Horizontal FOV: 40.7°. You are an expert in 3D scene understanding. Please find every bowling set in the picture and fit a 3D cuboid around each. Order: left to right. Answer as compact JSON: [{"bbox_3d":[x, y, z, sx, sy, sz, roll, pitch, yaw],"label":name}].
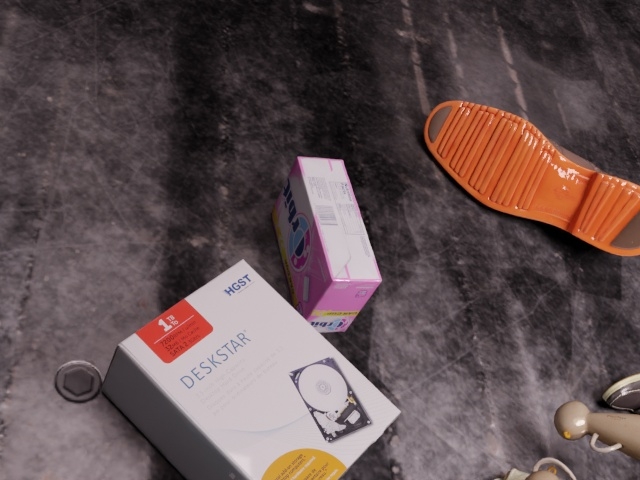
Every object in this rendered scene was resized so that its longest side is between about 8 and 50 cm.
[{"bbox_3d":[0.281,0.319,0.876,0.154,0.199,0.287,9,28,30],"label":"bowling set"}]

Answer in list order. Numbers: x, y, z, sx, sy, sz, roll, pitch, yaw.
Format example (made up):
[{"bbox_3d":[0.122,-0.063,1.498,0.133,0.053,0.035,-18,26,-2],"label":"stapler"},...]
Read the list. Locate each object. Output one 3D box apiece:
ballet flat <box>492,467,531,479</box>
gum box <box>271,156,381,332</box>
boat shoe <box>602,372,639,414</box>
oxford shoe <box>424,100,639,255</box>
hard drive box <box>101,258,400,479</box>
[{"bbox_3d":[0.171,0.292,0.903,0.168,0.057,0.052,-21,37,-41],"label":"ballet flat"},{"bbox_3d":[0.000,0.000,1.011,0.062,0.107,0.188,2,52,-25],"label":"gum box"},{"bbox_3d":[0.425,0.200,1.090,0.152,0.056,0.049,1,48,-25],"label":"boat shoe"},{"bbox_3d":[0.317,-0.089,1.259,0.364,0.130,0.133,32,13,11],"label":"oxford shoe"},{"bbox_3d":[-0.068,0.160,0.859,0.232,0.089,0.181,42,47,11],"label":"hard drive box"}]
